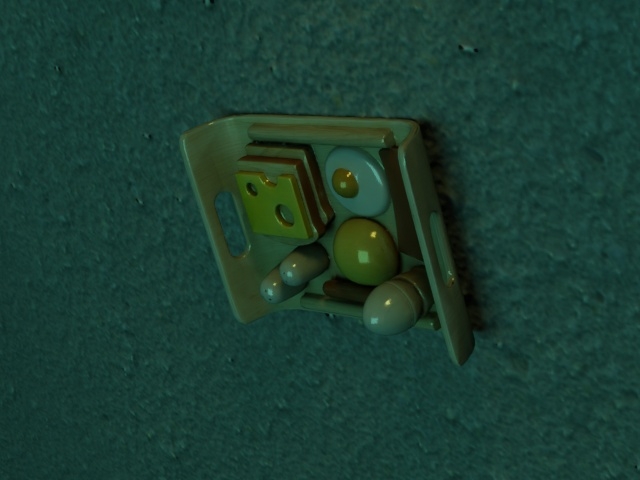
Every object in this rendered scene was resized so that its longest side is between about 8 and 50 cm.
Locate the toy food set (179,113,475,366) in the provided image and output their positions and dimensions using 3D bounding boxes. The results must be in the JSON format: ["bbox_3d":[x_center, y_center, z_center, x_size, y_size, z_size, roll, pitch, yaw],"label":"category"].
[{"bbox_3d":[0.000,0.000,1.472,0.306,0.092,0.220,7,122,44],"label":"toy food set"}]
